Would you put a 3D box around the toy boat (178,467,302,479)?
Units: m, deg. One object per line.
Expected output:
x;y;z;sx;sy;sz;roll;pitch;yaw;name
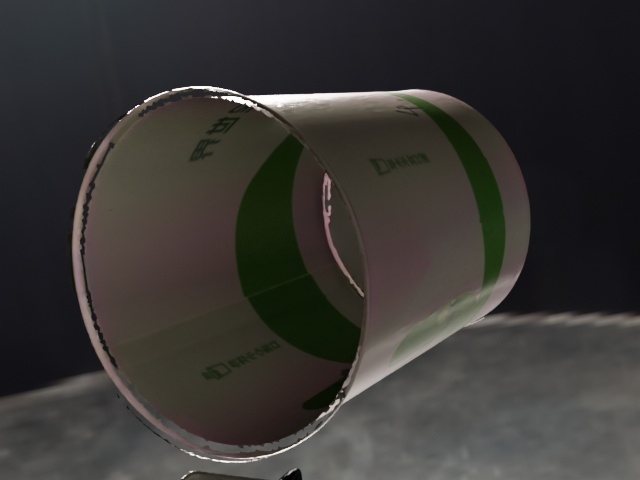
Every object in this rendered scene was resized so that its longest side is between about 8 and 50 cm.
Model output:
-0.100;0.162;0.877;0.295;0.088;0.129;-5;-12;-7;toy boat

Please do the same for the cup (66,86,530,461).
0.000;0.000;1.275;0.253;0.253;0.274;-11;4;38;cup
